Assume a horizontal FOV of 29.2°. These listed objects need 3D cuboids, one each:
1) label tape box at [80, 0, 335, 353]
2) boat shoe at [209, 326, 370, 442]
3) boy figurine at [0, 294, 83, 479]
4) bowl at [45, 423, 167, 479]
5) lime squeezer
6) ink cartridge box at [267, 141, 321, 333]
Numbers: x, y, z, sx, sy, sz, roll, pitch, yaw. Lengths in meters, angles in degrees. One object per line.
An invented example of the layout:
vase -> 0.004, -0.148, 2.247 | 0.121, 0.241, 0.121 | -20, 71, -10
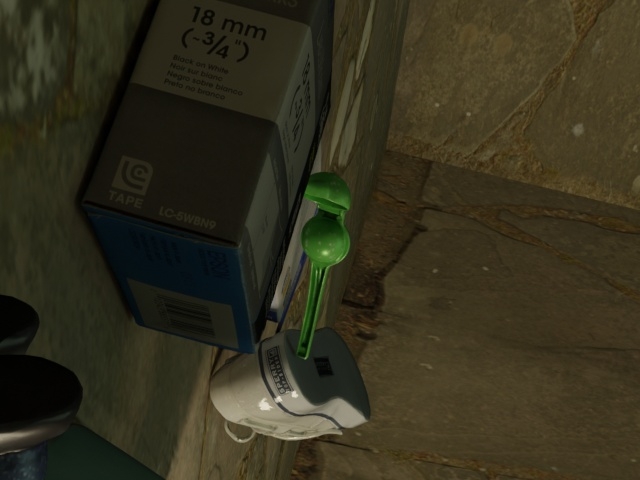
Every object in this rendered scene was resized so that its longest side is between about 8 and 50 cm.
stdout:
label tape box -> -0.052, -0.115, 0.881 | 0.240, 0.106, 0.333 | 91, 14, -70
boat shoe -> -0.049, 0.195, 1.536 | 0.367, 0.157, 0.135 | 20, 50, -73
boy figurine -> -0.148, 0.163, 0.501 | 0.177, 0.092, 0.285 | 43, -48, 51
bowl -> -0.131, 0.292, 0.811 | 0.311, 0.163, 0.311 | 14, 90, -86
lime squeezer -> 0.000, 0.000, 1.289 | 0.310, 0.059, 0.110 | 88, 9, -52
ink cartridge box -> -0.048, -0.031, 1.374 | 0.311, 0.065, 0.185 | 85, 20, -65
